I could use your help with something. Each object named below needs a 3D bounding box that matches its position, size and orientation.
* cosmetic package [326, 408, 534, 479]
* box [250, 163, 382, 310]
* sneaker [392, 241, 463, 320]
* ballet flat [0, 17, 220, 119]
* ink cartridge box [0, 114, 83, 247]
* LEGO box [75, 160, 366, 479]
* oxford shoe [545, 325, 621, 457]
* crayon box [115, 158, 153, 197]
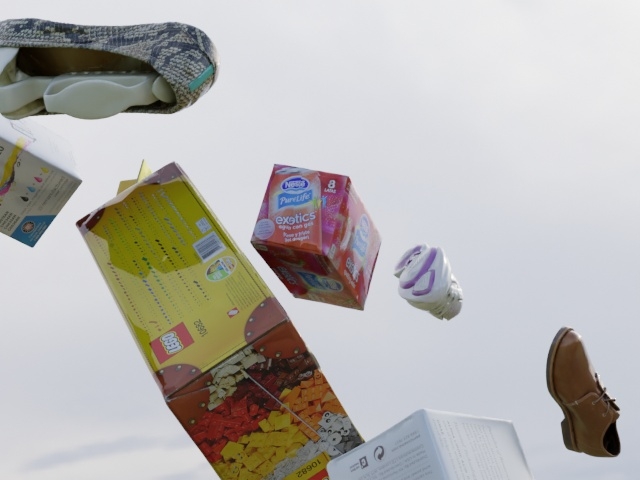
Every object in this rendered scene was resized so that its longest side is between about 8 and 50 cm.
[{"bbox_3d":[0.135,0.293,1.388,0.151,0.151,0.184,-35,-31,30],"label":"cosmetic package"},{"bbox_3d":[0.000,0.000,1.836,0.123,0.128,0.257,10,-19,18],"label":"box"},{"bbox_3d":[0.221,0.086,2.311,0.114,0.152,0.305,-44,6,7],"label":"sneaker"},{"bbox_3d":[-0.391,-0.252,1.899,0.483,0.182,0.164,3,-52,24],"label":"ballet flat"},{"bbox_3d":[-0.584,-0.135,2.245,0.233,0.168,0.171,30,-73,-33],"label":"ink cartridge box"},{"bbox_3d":[-0.139,0.163,1.828,0.193,0.500,0.372,-32,-54,-6],"label":"LEGO box"},{"bbox_3d":[0.333,0.189,1.533,0.076,0.076,0.212,15,-38,41],"label":"oxford shoe"},{"bbox_3d":[-0.310,0.028,2.264,0.081,0.202,0.318,-5,-40,18],"label":"crayon box"}]
